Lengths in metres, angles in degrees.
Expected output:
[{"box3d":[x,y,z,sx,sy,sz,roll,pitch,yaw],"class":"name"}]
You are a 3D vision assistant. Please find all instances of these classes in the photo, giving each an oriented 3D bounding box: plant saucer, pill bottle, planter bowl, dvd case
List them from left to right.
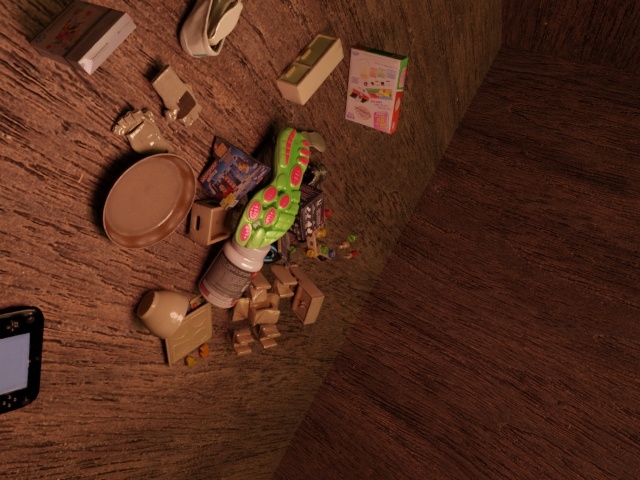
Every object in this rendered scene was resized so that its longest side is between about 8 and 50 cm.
[{"box3d":[-0.497,-0.119,1.345,0.310,0.050,0.311,-43,154,-27],"class":"plant saucer"},{"box3d":[-0.532,0.229,1.531,0.109,0.162,0.162,38,78,-36],"class":"planter bowl"},{"box3d":[-0.310,0.096,1.691,0.283,0.161,0.161,-52,159,23],"class":"pill bottle"},{"box3d":[-0.155,-0.018,1.956,0.165,0.018,0.222,67,16,-62],"class":"dvd case"}]

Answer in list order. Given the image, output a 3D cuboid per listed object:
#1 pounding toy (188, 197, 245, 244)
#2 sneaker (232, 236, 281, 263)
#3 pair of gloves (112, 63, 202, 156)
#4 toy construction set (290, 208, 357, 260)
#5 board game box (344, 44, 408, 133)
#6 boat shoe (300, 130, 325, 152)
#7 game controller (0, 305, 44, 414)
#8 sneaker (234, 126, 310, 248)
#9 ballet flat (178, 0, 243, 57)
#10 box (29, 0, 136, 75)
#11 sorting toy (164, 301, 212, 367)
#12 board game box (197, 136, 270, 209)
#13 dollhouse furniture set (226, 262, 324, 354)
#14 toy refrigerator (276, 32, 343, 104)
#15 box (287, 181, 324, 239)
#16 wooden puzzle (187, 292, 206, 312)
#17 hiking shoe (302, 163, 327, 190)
[{"box3d":[-0.354,-0.103,1.608,0.206,0.094,0.181,-29,133,-62],"class":"pounding toy"},{"box3d":[-0.229,0.053,1.910,0.340,0.139,0.125,16,98,-64],"class":"sneaker"},{"box3d":[-0.440,-0.343,1.283,0.240,0.042,0.204,-55,158,-4],"class":"pair of gloves"},{"box3d":[0.000,0.000,2.055,0.237,0.308,0.258,-19,130,-68],"class":"toy construction set"},{"box3d":[0.232,-0.647,1.994,0.064,0.242,0.317,-40,146,-42],"class":"board game box"},{"box3d":[-0.050,-0.400,1.907,0.227,0.068,0.081,-6,80,-64],"class":"boat shoe"},{"box3d":[-0.808,0.314,1.187,0.166,0.067,0.320,-17,127,-56],"class":"game controller"},{"box3d":[-0.180,-0.174,1.642,0.185,0.202,0.483,36,60,-29],"class":"sneaker"},{"box3d":[-0.243,-0.671,1.244,0.401,0.139,0.139,-65,153,2],"class":"ballet flat"},{"box3d":[-0.491,-0.423,0.956,0.145,0.186,0.038,-55,150,-15],"class":"box"},{"box3d":[-0.515,0.391,1.822,0.229,0.041,0.308,-37,148,-41],"class":"sorting toy"},{"box3d":[-0.297,-0.233,1.515,0.194,0.194,0.060,-45,167,12],"class":"board game box"},{"box3d":[-0.224,0.257,2.072,0.393,0.256,0.363,-5,125,-38],"class":"dollhouse furniture set"},{"box3d":[-0.036,-0.629,1.685,0.270,0.102,0.094,-54,152,-17],"class":"toy refrigerator"},{"box3d":[-0.120,-0.142,1.807,0.142,0.247,0.164,-42,147,-34],"class":"box"},{"box3d":[-0.470,0.241,1.787,0.116,0.014,0.079,-46,148,-30],"class":"wooden puzzle"},{"box3d":[-0.054,-0.238,2.050,0.114,0.086,0.227,-3,125,-34],"class":"hiking shoe"}]
